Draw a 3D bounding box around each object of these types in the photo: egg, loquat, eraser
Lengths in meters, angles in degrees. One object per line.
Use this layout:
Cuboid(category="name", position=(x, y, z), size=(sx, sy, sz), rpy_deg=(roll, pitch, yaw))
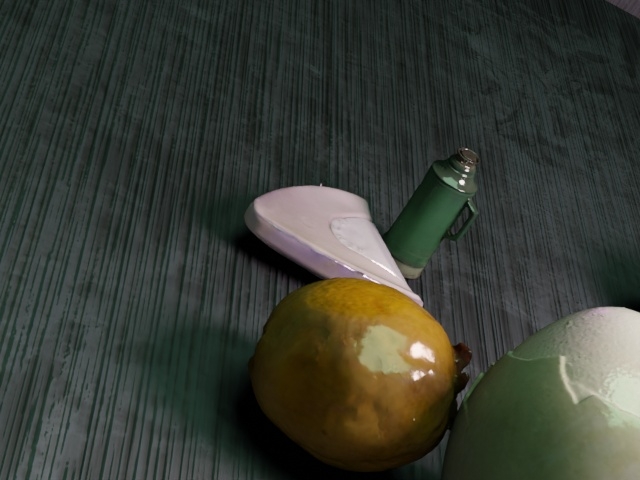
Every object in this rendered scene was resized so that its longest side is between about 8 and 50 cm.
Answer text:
Cuboid(category="egg", position=(0.274, 0.228, 1.696), size=(0.278, 0.278, 0.336), rpy_deg=(24, 73, -17))
Cuboid(category="loquat", position=(0.038, 0.146, 1.753), size=(0.238, 0.193, 0.238), rpy_deg=(11, 17, -3))
Cuboid(category="eraser", position=(-0.001, 0.001, 2.059), size=(0.243, 0.059, 0.204), rpy_deg=(15, 34, -36))

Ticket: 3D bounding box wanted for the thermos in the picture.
Cuboid(category="thermos", position=(0.149, -0.039, 2.135), size=(0.073, 0.188, 0.083), rpy_deg=(16, 32, -28))
